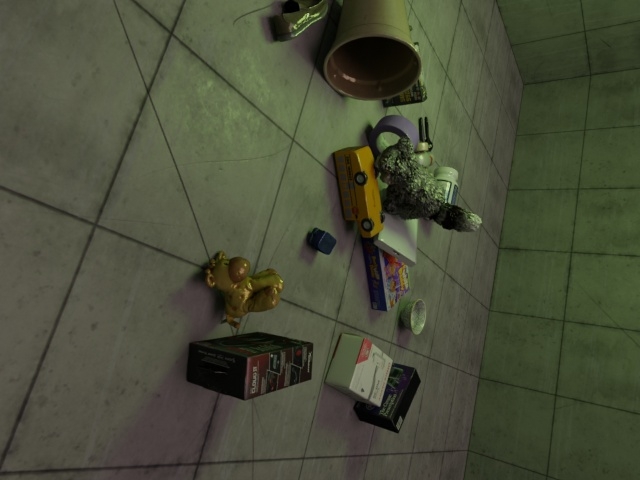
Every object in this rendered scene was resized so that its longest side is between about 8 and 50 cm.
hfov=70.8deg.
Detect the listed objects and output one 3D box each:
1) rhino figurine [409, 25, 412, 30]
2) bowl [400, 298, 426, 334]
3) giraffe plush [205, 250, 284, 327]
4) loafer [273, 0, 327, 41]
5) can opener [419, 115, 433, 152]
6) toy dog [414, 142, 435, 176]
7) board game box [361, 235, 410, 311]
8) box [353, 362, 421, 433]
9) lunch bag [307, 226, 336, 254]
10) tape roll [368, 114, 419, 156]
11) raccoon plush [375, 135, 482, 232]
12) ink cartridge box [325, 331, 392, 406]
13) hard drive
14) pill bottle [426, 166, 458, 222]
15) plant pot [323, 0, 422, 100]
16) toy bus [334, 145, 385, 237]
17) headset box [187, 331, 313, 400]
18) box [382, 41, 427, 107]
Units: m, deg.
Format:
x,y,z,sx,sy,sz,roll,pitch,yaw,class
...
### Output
x,y,z,sx,sy,sz,roll,pitch,yaw,class
0.319,-0.880,1.896,0.243,0.106,0.073,-50,156,-40,rhino figurine
0.440,0.364,2.179,0.170,0.080,0.169,-7,98,-54,bowl
-0.226,0.112,1.220,0.210,0.181,0.170,-33,114,-8,giraffe plush
-0.060,-0.712,1.398,0.251,0.095,0.087,-57,139,-33,loafer
0.520,-0.524,2.247,0.059,0.073,0.185,-18,108,-11,can opener
0.433,-0.365,2.090,0.334,0.161,0.219,27,68,-67,toy dog
0.289,0.098,1.954,0.233,0.078,0.346,-32,118,-48,board game box
0.286,0.652,1.908,0.261,0.185,0.103,-52,130,-38,box
0.000,0.000,1.567,0.067,0.065,0.098,-59,139,-10,lunch bag
0.298,-0.408,1.830,0.080,0.189,0.188,-55,134,-35,tape roll
0.416,-0.226,1.722,0.299,0.447,0.216,72,36,-58,raccoon plush
0.161,0.514,1.782,0.283,0.117,0.207,45,58,-45,ink cartridge box
0.320,-0.059,1.874,0.203,0.040,0.307,32,46,-20,hard drive
0.622,-0.236,2.315,0.153,0.153,0.264,37,64,-49,pill bottle
0.185,-0.719,1.577,0.334,0.334,0.305,28,60,-51,plant pot
0.149,-0.182,1.697,0.108,0.130,0.332,-32,118,-49,toy bus
-0.192,0.327,1.203,0.293,0.218,0.110,5,88,-53,headset box
0.330,-0.678,1.857,0.056,0.183,0.230,-44,127,-44,box
